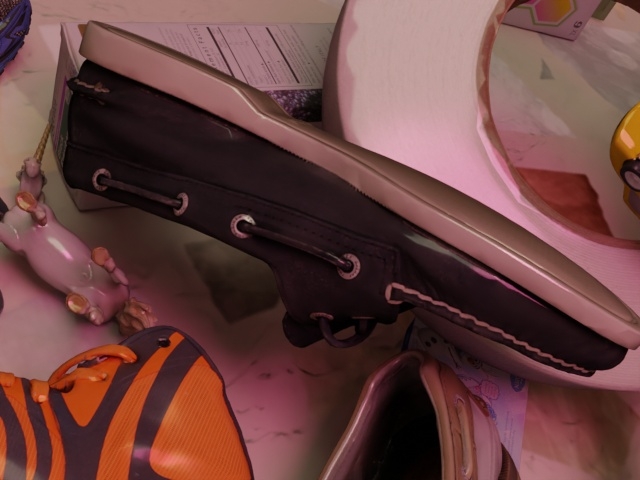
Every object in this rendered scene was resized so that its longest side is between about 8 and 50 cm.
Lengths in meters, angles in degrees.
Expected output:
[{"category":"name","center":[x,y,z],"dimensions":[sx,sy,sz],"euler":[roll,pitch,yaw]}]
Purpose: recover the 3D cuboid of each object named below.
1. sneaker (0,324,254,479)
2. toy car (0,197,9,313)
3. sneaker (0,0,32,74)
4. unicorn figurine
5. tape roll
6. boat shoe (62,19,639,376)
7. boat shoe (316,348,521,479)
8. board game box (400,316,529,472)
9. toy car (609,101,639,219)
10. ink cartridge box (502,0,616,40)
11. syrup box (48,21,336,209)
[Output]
[{"category":"sneaker","center":[-0.171,0.089,0.431],"dimensions":[0.321,0.124,0.180],"euler":[40,41,-2]},{"category":"toy car","center":[-0.264,-0.023,0.500],"dimensions":[0.188,0.149,0.155],"euler":[29,40,-41]},{"category":"sneaker","center":[-0.293,-0.143,0.595],"dimensions":[0.221,0.087,0.083],"euler":[-29,67,-40]},{"category":"unicorn figurine","center":[-0.159,0.000,0.534],"dimensions":[0.060,0.111,0.162],"euler":[-31,88,-8]},{"category":"tape roll","center":[0.194,-0.092,0.609],"dimensions":[0.391,0.072,0.392],"euler":[1,82,-9]},{"category":"boat shoe","center":[-0.002,0.000,0.481],"dimensions":[0.340,0.113,0.127],"euler":[28,11,7]},{"category":"boat shoe","center":[0.016,0.172,0.408],"dimensions":[0.103,0.113,0.302],"euler":[63,30,-21]},{"category":"board game box","center":[0.092,0.105,0.589],"dimensions":[0.090,0.020,0.090],"euler":[24,44,-2]},{"category":"toy car","center":[0.290,0.021,0.545],"dimensions":[0.224,0.053,0.239],"euler":[-9,85,-11]},{"category":"ink cartridge box","center":[0.253,-0.284,0.955],"dimensions":[0.209,0.109,0.062],"euler":[10,47,-17]},{"category":"syrup box","center":[-0.068,-0.095,0.647],"dimensions":[0.236,0.093,0.096],"euler":[-8,54,-30]}]
